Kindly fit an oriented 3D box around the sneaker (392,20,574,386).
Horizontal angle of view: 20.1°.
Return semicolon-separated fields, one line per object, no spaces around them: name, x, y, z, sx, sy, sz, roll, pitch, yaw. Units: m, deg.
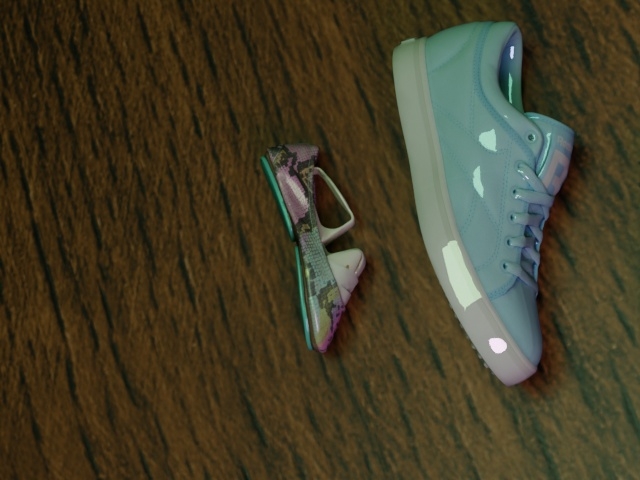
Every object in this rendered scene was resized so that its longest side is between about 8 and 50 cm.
sneaker;0.174;-0.050;1.709;0.150;0.135;0.366;-20;72;20

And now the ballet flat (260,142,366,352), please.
ballet flat;0.000;0.000;1.807;0.079;0.077;0.221;-14;71;-2

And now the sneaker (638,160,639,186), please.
sneaker;0.351;0.027;1.649;0.106;0.078;0.234;-7;73;23
